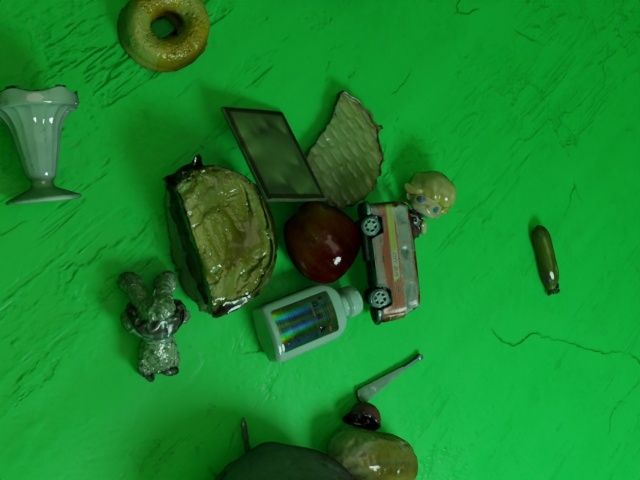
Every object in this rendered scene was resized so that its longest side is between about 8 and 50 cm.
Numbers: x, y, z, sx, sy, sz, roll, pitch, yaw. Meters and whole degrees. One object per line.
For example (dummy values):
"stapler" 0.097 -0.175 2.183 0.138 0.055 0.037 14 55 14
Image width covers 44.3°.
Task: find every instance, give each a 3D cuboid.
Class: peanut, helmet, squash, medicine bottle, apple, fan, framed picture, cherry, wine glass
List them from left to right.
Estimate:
"wine glass" -0.496 -0.163 1.367 0.164 0.165 0.197 -6 94 -29
"framed picture" -0.093 -0.174 1.586 0.173 0.010 0.231 -3 60 -46
"cherry" -0.068 0.527 1.439 0.326 0.335 0.291 5 98 -5
"medicine bottle" -0.019 0.159 1.628 0.228 0.083 0.121 -19 91 -30
"apple" -0.001 -0.001 1.625 0.158 0.147 0.156 43 88 -17
"helmet" 0.091 0.369 1.681 0.084 0.065 0.049 20 51 -8
"peanut" 0.115 0.463 1.646 0.224 0.129 0.129 15 78 -27
"fan" 0.156 0.303 1.747 0.193 0.016 0.038 -27 101 -27
"squash" 0.570 0.051 1.986 0.052 0.052 0.183 -15 95 -29

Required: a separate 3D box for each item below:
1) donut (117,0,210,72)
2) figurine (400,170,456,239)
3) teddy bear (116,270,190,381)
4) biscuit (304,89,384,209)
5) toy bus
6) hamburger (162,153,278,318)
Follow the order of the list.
"donut" -0.300 -0.425 1.543 0.190 0.074 0.174 -28 98 -28
"figurine" 0.223 -0.071 1.780 0.114 0.108 0.196 35 74 10
"teddy bear" -0.300 0.156 1.459 0.133 0.111 0.213 -7 86 -25
"biscuit" 0.054 -0.176 1.732 0.187 0.036 0.274 37 68 -20
"toy bus" 0.146 0.044 1.692 0.119 0.121 0.265 -7 89 -7
"hamburger" -0.180 -0.019 1.531 0.211 0.132 0.309 -18 94 -30
